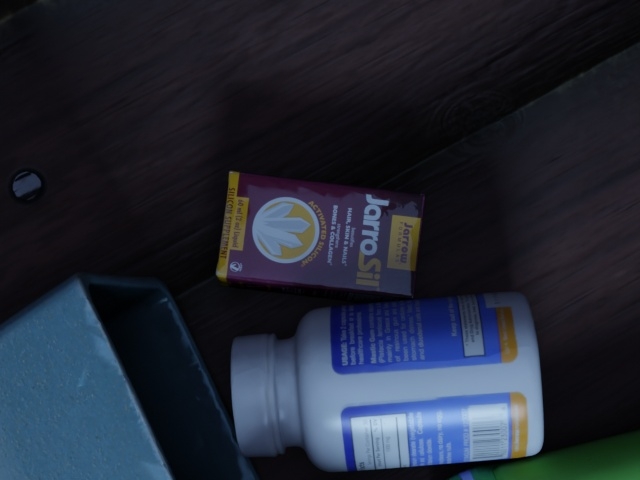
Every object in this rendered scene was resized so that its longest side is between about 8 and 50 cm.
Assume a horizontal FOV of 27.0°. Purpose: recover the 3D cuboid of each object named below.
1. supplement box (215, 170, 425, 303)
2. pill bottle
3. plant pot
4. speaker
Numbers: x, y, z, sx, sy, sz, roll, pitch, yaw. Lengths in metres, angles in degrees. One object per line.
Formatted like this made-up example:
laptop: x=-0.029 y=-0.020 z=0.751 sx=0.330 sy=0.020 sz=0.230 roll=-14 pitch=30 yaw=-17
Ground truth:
supplement box: x=0.000 y=0.000 z=1.274 sx=0.188 sy=0.081 sz=0.104 roll=6 pitch=81 yaw=0
pill bottle: x=0.059 y=0.131 z=1.216 sx=0.272 sy=0.152 sz=0.152 roll=-5 pitch=82 yaw=3
plant pot: x=-0.227 y=0.196 z=1.171 sx=0.252 sy=0.248 sz=0.247 roll=-28 pitch=83 yaw=8
speaker: x=0.262 y=0.243 z=1.219 sx=0.296 sy=0.131 sz=0.131 roll=-13 pitch=82 yaw=-3
